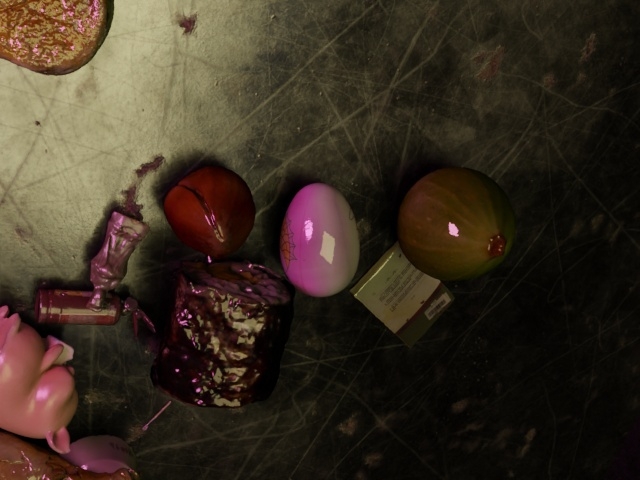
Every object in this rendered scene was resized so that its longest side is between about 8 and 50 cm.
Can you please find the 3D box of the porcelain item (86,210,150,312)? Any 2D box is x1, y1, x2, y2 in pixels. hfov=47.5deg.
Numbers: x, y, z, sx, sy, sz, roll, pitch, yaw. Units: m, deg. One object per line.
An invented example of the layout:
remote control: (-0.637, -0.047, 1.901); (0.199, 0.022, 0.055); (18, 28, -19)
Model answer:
porcelain item: (-0.445, 0.048, 1.543); (0.081, 0.069, 0.215); (26, 85, -28)

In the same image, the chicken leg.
chicken leg: (-0.595, 0.521, 1.596); (0.429, 0.153, 0.201); (12, 86, -7)

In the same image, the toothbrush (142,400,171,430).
toothbrush: (-0.403, 0.433, 1.795); (0.097, 0.008, 0.006); (-46, 137, -4)

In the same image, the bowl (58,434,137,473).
bowl: (-0.534, 0.583, 1.734); (0.211, 0.112, 0.211); (-10, 117, -21)

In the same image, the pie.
pie: (-0.516, -0.438, 1.327); (0.277, 0.078, 0.277); (-7, 111, -20)

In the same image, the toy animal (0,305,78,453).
toy animal: (-0.618, 0.293, 1.531); (0.256, 0.195, 0.213); (44, 67, -34)

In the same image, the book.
book: (0.232, 0.150, 1.984); (0.201, 0.026, 0.289); (-46, 124, -3)

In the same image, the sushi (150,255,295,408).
sushi: (-0.211, 0.203, 1.632); (0.299, 0.281, 0.294); (7, 102, -22)

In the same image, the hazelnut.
hazelnut: (-0.229, -0.053, 1.557); (0.208, 0.208, 0.208); (-11, 116, -23)

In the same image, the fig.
fig: (0.346, -0.029, 1.793); (0.316, 0.316, 0.316); (-11, 116, -23)

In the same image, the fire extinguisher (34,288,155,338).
fire extinguisher: (-0.488, 0.165, 1.587); (0.252, 0.075, 0.106); (7, 78, -30)

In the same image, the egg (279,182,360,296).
egg: (0.000, 0.000, 1.706); (0.196, 0.196, 0.271); (2, 100, -28)
